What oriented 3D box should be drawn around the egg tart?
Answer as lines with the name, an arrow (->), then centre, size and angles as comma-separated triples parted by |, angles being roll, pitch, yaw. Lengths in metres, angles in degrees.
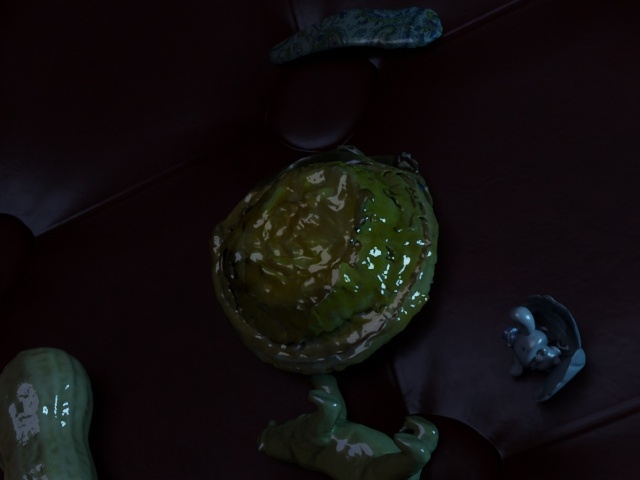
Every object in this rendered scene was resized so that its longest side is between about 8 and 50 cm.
egg tart -> 0.000, 0.000, 1.343 | 0.291, 0.107, 0.290 | -13, 56, 21

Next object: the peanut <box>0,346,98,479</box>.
peanut -> -0.309, 0.245, 1.396 | 0.124, 0.123, 0.256 | -18, 64, 19

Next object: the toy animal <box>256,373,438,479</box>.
toy animal -> 0.022, 0.206, 1.261 | 0.219, 0.103, 0.101 | 22, 100, 30

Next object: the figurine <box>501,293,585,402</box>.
figurine -> 0.211, 0.103, 1.211 | 0.086, 0.094, 0.082 | 46, 51, 9

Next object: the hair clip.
hair clip -> 0.035, -0.245, 1.499 | 0.229, 0.036, 0.066 | -6, 57, 25
